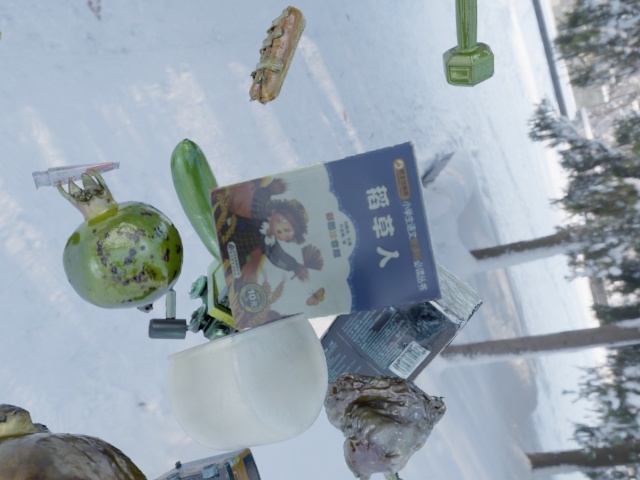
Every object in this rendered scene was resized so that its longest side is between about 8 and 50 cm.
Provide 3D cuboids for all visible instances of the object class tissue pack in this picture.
[{"bbox_3d":[0.172,0.241,1.416,0.264,0.416,0.253,39,24,14],"label":"tissue pack"}]

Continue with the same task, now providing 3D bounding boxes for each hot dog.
[{"bbox_3d":[-0.104,-0.428,1.283,0.072,0.109,0.269,26,72,-26],"label":"hot dog"}]

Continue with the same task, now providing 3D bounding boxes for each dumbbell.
[{"bbox_3d":[0.307,-0.479,1.165,0.108,0.122,0.301,-49,140,-38],"label":"dumbbell"}]

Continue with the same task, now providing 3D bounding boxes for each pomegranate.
[{"bbox_3d":[-0.353,0.009,0.939,0.246,0.198,0.198,36,39,-13],"label":"pomegranate"}]

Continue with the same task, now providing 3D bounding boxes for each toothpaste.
[{"bbox_3d":[-0.705,-0.198,1.610,0.234,0.089,0.057,-17,91,-22],"label":"toothpaste"}]

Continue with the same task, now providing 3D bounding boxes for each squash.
[{"bbox_3d":[-0.275,-0.070,1.374,0.107,0.107,0.394,-70,147,-49],"label":"squash"}]

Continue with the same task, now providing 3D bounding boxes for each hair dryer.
[{"bbox_3d":[-0.427,0.187,1.554,0.101,0.057,0.197,7,49,-20],"label":"hair dryer"}]

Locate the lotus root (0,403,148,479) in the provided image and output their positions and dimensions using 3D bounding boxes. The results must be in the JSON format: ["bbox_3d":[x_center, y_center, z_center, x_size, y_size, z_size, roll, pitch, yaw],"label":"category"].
[{"bbox_3d":[-0.170,0.209,0.364,0.260,0.128,0.145,42,-8,30],"label":"lotus root"}]

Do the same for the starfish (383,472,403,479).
[{"bbox_3d":[0.171,0.528,1.224,0.223,0.050,0.217,66,-6,-18],"label":"starfish"}]

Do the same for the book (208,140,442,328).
[{"bbox_3d":[0.000,0.000,1.086,0.039,0.428,0.299,-9,88,-74],"label":"book"}]

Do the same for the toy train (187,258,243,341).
[{"bbox_3d":[-0.288,0.162,1.719,0.160,0.253,0.397,34,11,-22],"label":"toy train"}]

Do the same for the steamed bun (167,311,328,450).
[{"bbox_3d":[-0.093,0.208,0.799,0.242,0.146,0.164,-6,77,-65],"label":"steamed bun"}]

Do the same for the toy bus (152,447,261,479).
[{"bbox_3d":[-0.204,0.435,0.984,0.103,0.182,0.091,-9,78,-66],"label":"toy bus"}]

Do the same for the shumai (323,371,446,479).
[{"bbox_3d":[0.111,0.354,1.015,0.218,0.184,0.185,32,55,-35],"label":"shumai"}]
